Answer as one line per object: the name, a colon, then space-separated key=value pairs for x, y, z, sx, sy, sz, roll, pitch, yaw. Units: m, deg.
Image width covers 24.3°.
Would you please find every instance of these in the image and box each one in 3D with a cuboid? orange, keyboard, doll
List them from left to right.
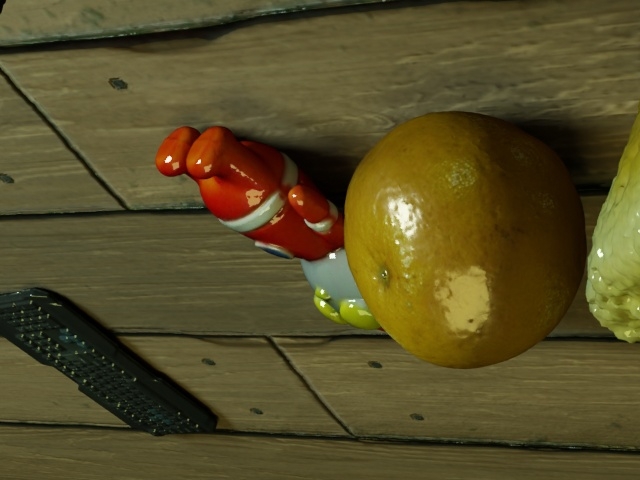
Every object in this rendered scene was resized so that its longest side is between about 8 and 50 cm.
keyboard: x=-0.206 y=0.119 z=1.381 sx=0.106 sy=0.016 sz=0.262 roll=-8 pitch=143 yaw=37
doll: x=0.000 y=0.000 z=1.017 sx=0.245 sy=0.076 sz=0.142 roll=38 pitch=167 yaw=-26
orange: x=0.090 y=-0.003 z=0.901 sx=0.136 sy=0.159 sz=0.159 roll=-21 pitch=163 yaw=-25

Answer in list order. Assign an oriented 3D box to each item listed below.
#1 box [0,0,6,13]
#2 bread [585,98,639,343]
box: x=-0.200 y=-0.216 z=0.624 sx=0.153 sy=0.188 sz=0.252 roll=15 pitch=152 yaw=1
bread: x=0.226 y=-0.038 z=0.728 sx=0.163 sy=0.204 sz=0.262 roll=11 pitch=156 yaw=34
